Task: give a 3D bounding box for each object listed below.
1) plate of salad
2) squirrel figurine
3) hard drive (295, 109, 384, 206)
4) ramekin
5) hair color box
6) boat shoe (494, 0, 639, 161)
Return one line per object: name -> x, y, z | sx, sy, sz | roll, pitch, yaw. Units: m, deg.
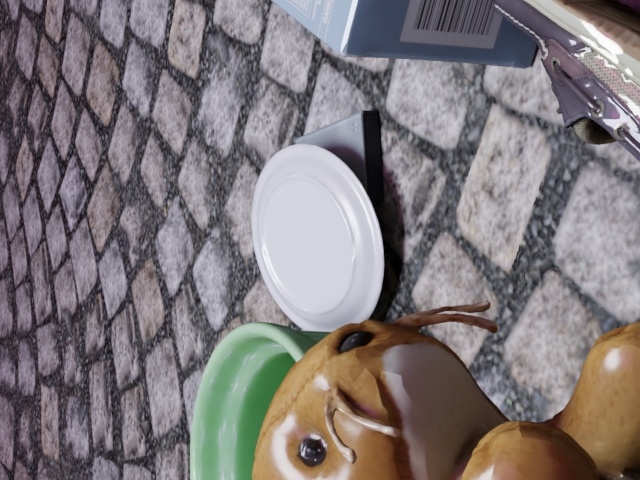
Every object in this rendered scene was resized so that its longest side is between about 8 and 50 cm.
plate of salad -> 0.000, 0.000, 1.215 | 0.200, 0.048, 0.200 | 17, 113, 45
squirrel figurine -> 0.129, 0.223, 0.731 | 0.370, 0.281, 0.397 | 18, 138, 27
hard drive -> 0.018, -0.073, 1.237 | 0.135, 0.022, 0.094 | -15, 77, 59
ramekin -> 0.005, 0.226, 1.134 | 0.303, 0.148, 0.303 | 1, 91, 60
hair color box -> 0.024, -0.274, 1.065 | 0.374, 0.185, 0.114 | 48, 131, 49
boat shoe -> 0.206, -0.109, 0.839 | 0.285, 0.102, 0.092 | 46, 124, 43
